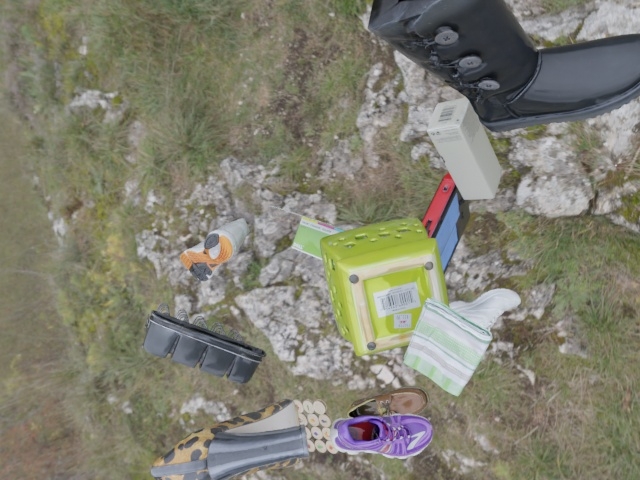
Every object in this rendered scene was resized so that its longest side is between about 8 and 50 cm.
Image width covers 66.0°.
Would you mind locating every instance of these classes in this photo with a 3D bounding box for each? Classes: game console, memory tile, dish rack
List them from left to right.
[{"bbox_3d":[-0.232,0.181,0.930,0.208,0.271,0.074,26,85,-18],"label":"dish rack"},{"bbox_3d":[-0.014,0.477,1.264,0.113,0.012,0.148,-12,97,35],"label":"memory tile"},{"bbox_3d":[0.380,0.008,1.553,0.060,0.342,0.387,20,73,31],"label":"game console"}]

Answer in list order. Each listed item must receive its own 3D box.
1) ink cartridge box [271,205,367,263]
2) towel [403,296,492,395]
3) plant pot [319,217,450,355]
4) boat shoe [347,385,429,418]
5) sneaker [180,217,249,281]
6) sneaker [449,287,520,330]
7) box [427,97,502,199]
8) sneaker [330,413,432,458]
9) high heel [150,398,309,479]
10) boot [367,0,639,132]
[{"bbox_3d":[0.000,0.000,1.256,0.188,0.255,0.097,21,92,41],"label":"ink cartridge box"},{"bbox_3d":[0.197,0.174,0.788,0.113,0.023,0.152,32,131,24],"label":"towel"},{"bbox_3d":[0.134,0.094,0.992,0.228,0.207,0.227,-13,102,-2],"label":"plant pot"},{"bbox_3d":[0.239,0.602,1.765,0.307,0.104,0.111,-26,75,30],"label":"boat shoe"},{"bbox_3d":[-0.269,0.023,1.301,0.262,0.121,0.099,-26,103,46],"label":"sneaker"},{"bbox_3d":[0.552,0.256,1.679,0.111,0.297,0.129,80,169,-48],"label":"sneaker"},{"bbox_3d":[0.387,-0.235,1.306,0.094,0.275,0.113,0,53,40],"label":"box"},{"bbox_3d":[0.102,0.301,0.762,0.071,0.169,0.068,123,146,-58],"label":"sneaker"},{"bbox_3d":[-0.118,0.280,0.681,0.186,0.261,0.093,-7,73,-8],"label":"high heel"},{"bbox_3d":[0.358,-0.370,0.892,0.367,0.445,0.146,-14,61,43],"label":"boot"}]
